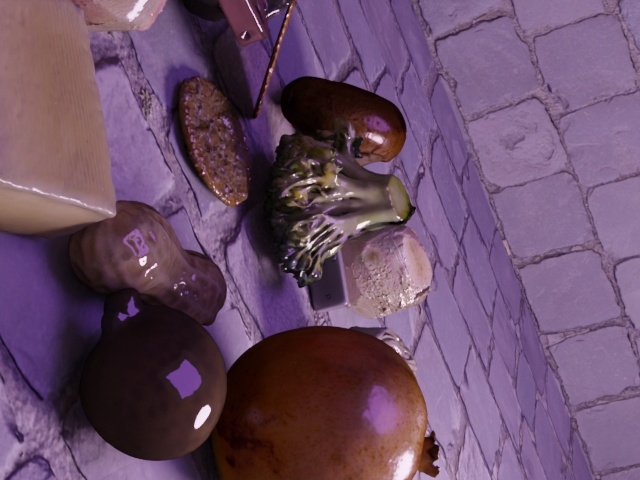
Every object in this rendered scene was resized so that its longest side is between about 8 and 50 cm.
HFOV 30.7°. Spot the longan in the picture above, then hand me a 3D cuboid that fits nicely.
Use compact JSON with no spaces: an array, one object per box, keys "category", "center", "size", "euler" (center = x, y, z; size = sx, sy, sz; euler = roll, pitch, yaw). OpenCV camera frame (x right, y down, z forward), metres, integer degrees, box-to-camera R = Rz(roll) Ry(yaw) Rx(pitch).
[{"category":"longan","center":[-0.197,0.153,1.339],"size":[0.185,0.159,0.204],"euler":[-24,94,-62]}]

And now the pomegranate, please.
[{"category":"pomegranate","center":[0.012,0.257,1.573],"size":[0.319,0.319,0.319],"euler":[51,30,-46]}]

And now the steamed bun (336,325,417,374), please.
[{"category":"steamed bun","center":[0.039,0.233,1.918],"size":[0.211,0.144,0.218],"euler":[34,74,-49]}]

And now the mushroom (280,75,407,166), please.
[{"category":"mushroom","center":[0.033,-0.206,2.177],"size":[0.267,0.267,0.254],"euler":[49,62,-48]}]

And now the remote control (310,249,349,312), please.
[{"category":"remote control","center":[0.000,0.000,2.090],"size":[0.029,0.067,0.261],"euler":[37,41,-64]}]

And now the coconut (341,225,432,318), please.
[{"category":"coconut","center":[0.110,0.045,2.185],"size":[0.194,0.194,0.194],"euler":[51,30,-46]}]

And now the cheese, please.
[{"category":"cheese","center":[-0.341,-0.153,1.255],"size":[0.242,0.124,0.265],"euler":[27,49,-68]}]

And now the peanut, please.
[{"category":"peanut","center":[-0.209,0.035,1.459],"size":[0.298,0.120,0.136],"euler":[45,39,-57]}]

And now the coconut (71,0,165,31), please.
[{"category":"coconut","center":[-0.267,-0.376,1.462],"size":[0.233,0.245,0.233],"euler":[33,20,-14]}]

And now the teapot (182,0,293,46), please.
[{"category":"teapot","center":[-0.157,-0.490,1.746],"size":[0.362,0.305,0.376],"euler":[58,16,-51]}]

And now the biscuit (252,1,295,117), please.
[{"category":"biscuit","center":[-0.073,-0.319,1.947],"size":[0.232,0.013,0.237],"euler":[-137,-115,-85]}]

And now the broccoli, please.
[{"category":"broccoli","center":[0.024,-0.068,1.949],"size":[0.248,0.245,0.288],"euler":[24,58,-69]}]

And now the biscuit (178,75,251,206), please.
[{"category":"biscuit","center":[-0.166,-0.158,1.837],"size":[0.220,0.033,0.220],"euler":[53,27,-42]}]
